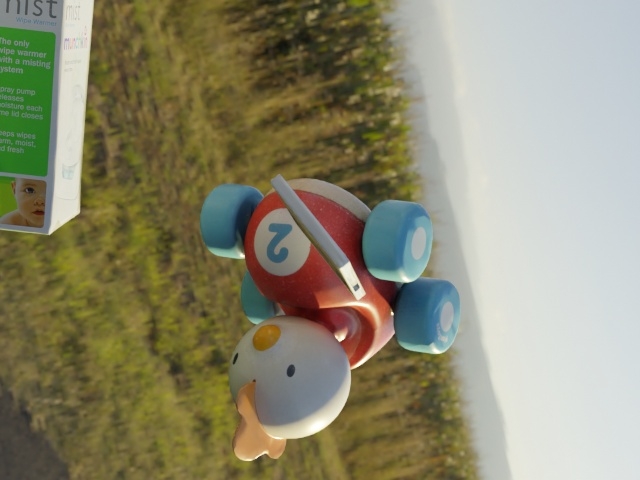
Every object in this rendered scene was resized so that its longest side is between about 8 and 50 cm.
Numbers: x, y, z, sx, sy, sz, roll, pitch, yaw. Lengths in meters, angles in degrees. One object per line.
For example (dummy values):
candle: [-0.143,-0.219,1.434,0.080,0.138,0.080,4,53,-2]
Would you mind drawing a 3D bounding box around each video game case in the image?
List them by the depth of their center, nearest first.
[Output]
video game case: [0.000,0.000,0.851,0.087,0.011,0.122,51,-3,16]

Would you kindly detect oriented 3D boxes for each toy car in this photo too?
toy car: [-0.023,0.088,0.999,0.238,0.219,0.210,-61,143,-33]

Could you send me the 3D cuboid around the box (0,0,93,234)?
box: [-0.360,-0.141,1.025,0.127,0.262,0.231,-88,-175,-78]
